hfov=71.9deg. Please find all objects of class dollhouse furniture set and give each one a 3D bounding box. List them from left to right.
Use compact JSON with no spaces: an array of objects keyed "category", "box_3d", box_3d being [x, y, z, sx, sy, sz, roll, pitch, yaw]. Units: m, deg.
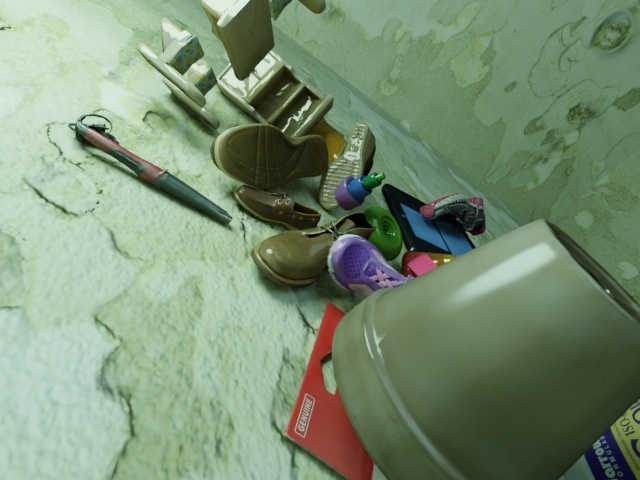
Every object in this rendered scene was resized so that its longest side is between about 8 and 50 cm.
[{"category":"dollhouse furniture set","box_3d":[-0.116,-0.380,0.963,0.257,0.362,0.394,40,-4,1]}]

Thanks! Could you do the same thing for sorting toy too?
[{"category":"sorting toy","box_3d":[0.189,-0.017,0.949,0.365,0.126,0.127,45,41,-25]}]

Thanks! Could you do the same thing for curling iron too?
[{"category":"curling iron","box_3d":[-0.254,-0.109,0.690,0.274,0.035,0.068,33,27,-15]}]

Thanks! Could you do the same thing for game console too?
[{"category":"game console","box_3d":[0.360,-0.005,1.341,0.342,0.060,0.386,28,28,-26]}]

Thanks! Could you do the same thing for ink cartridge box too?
[{"category":"ink cartridge box","box_3d":[0.104,0.223,0.629,0.261,0.066,0.296,39,26,-7]}]

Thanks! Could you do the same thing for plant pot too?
[{"category":"plant pot","box_3d":[0.225,0.136,0.537,0.323,0.280,0.323,33,28,-21]}]

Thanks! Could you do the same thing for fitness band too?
[{"category":"fitness band","box_3d":[0.258,0.143,0.859,0.290,0.054,0.208,50,11,-43]}]

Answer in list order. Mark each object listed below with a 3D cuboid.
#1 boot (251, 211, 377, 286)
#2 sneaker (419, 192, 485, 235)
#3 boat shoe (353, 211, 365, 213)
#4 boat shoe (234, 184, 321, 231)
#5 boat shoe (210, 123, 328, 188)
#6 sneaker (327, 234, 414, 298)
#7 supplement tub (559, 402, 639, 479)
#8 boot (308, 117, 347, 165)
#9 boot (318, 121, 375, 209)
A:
[{"category":"boot","box_3d":[0.000,0.000,0.780,0.112,0.115,0.305,51,29,15]},{"category":"sneaker","box_3d":[0.429,-0.077,1.372,0.300,0.121,0.111,0,75,-39]},{"category":"boat shoe","box_3d":[0.125,-0.032,1.042,0.224,0.073,0.080,-5,54,-55]},{"category":"boat shoe","box_3d":[-0.077,-0.066,0.836,0.178,0.060,0.064,25,30,-30]},{"category":"boat shoe","box_3d":[-0.115,-0.175,0.918,0.123,0.123,0.342,5,14,31]},{"category":"sneaker","box_3d":[0.113,0.077,0.754,0.236,0.095,0.105,44,-15,-27]},{"category":"supplement tub","box_3d":[0.521,0.364,0.643,0.241,0.331,0.241,40,26,-24]},{"category":"boot","box_3d":[-0.037,-0.296,1.227,0.211,0.104,0.295,28,26,-12]},{"category":"boot","box_3d":[0.081,-0.155,1.126,0.090,0.248,0.207,20,-15,17]}]
